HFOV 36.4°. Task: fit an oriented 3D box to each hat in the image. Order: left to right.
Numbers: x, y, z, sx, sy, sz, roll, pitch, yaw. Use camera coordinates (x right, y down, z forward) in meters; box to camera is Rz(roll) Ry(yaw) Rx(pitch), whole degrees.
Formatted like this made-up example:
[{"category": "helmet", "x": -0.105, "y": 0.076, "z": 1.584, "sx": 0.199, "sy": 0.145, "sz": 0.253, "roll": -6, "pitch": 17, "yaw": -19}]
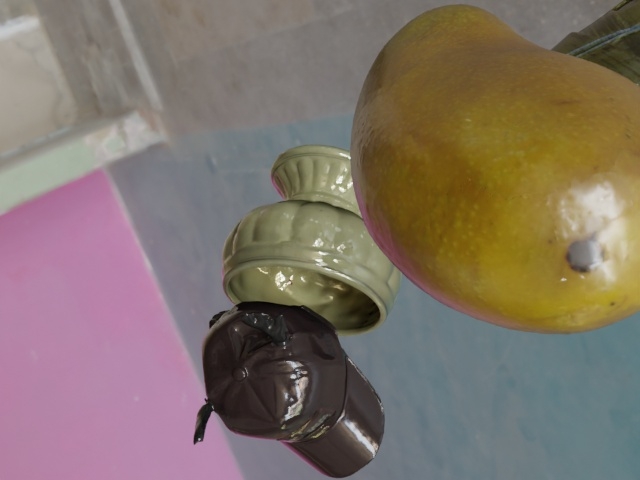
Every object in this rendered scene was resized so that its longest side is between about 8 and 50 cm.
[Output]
[{"category": "hat", "x": -0.065, "y": 0.239, "z": 1.470, "sx": 0.238, "sy": 0.209, "sz": 0.336, "roll": -44, "pitch": 84, "yaw": 19}]

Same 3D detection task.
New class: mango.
[{"category": "mango", "x": 0.080, "y": -0.041, "z": 0.446, "sx": 0.227, "sy": 0.136, "sz": 0.099, "roll": -112, "pitch": -1, "yaw": -52}]

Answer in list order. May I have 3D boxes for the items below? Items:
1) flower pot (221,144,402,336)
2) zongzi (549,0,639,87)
[{"category": "flower pot", "x": 0.000, "y": 0.000, "z": 1.617, "sx": 0.307, "sy": 0.244, "sz": 0.307, "roll": 11, "pitch": 154, "yaw": 6}, {"category": "zongzi", "x": 0.213, "y": -0.043, "z": 0.705, "sx": 0.125, "sy": 0.251, "sz": 0.274, "roll": 39, "pitch": -156, "yaw": -34}]
